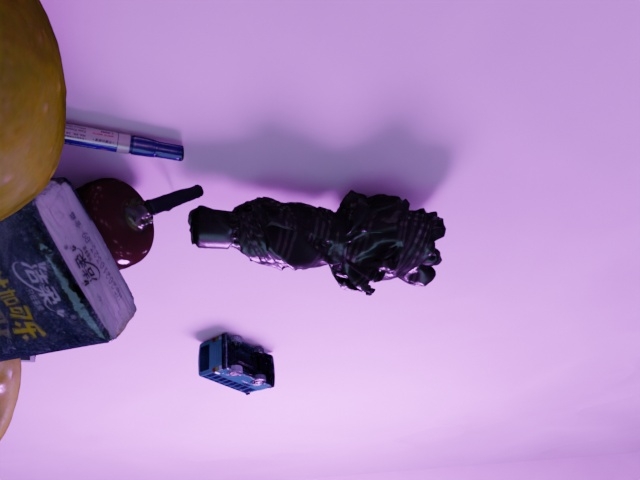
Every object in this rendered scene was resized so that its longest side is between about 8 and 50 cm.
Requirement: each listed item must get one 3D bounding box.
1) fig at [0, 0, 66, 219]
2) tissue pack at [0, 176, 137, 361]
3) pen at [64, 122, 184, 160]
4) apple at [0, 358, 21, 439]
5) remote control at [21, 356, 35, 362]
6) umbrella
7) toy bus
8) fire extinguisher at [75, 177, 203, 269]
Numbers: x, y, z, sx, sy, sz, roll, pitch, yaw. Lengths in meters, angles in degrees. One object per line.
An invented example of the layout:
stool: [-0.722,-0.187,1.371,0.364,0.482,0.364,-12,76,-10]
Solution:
fig: [-0.322,-0.120,0.481,0.257,0.258,0.326,-8,167,3]
tissue pack: [-0.366,0.047,0.713,0.257,0.081,0.185,-12,117,18]
pen: [-0.254,-0.113,0.697,0.204,0.025,0.025,8,146,-21]
apple: [-0.603,0.231,0.882,0.304,0.339,0.338,4,148,-3]
remote control: [-0.552,0.188,1.145,0.065,0.029,0.166,6,152,-20]
umbrella: [0.006,-0.005,0.816,0.336,0.128,0.154,10,146,-26]
toy bus: [-0.168,0.253,1.267,0.091,0.079,0.160,-23,144,25]
fire extinguisher: [-0.315,0.000,0.801,0.337,0.114,0.135,-19,-171,23]
